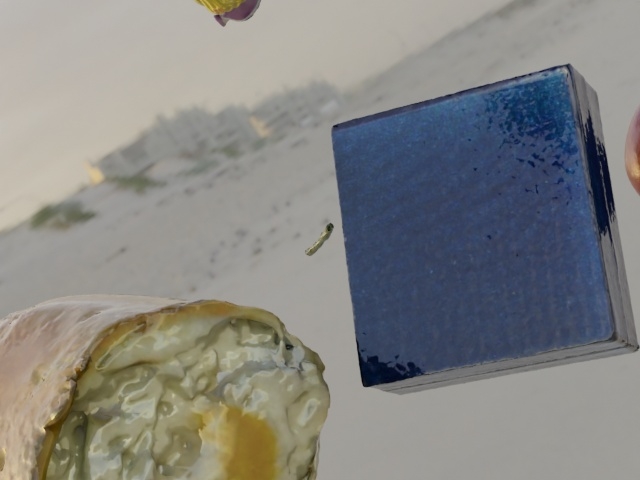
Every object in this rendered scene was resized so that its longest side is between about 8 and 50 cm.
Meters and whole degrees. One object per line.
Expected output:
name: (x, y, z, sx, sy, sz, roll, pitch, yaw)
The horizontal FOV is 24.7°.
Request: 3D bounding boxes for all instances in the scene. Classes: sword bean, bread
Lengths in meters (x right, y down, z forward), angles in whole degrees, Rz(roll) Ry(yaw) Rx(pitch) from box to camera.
sword bean: (0.000, 0.000, 1.552, 0.012, 0.012, 0.083, -35, -7, -26)
bread: (-0.221, 0.216, 1.354, 0.394, 0.250, 0.361, 3, 73, 51)

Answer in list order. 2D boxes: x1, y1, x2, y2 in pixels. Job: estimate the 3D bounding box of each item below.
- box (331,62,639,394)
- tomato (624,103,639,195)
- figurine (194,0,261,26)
box: (0.161, -0.005, 1.468, 0.262, 0.278, 0.116, -13, -15, 23)
tomato: (0.409, -0.101, 1.502, 0.187, 0.187, 0.151, 156, 127, -78)
figurine: (-0.118, -0.343, 1.849, 0.115, 0.094, 0.156, -41, -27, 7)
